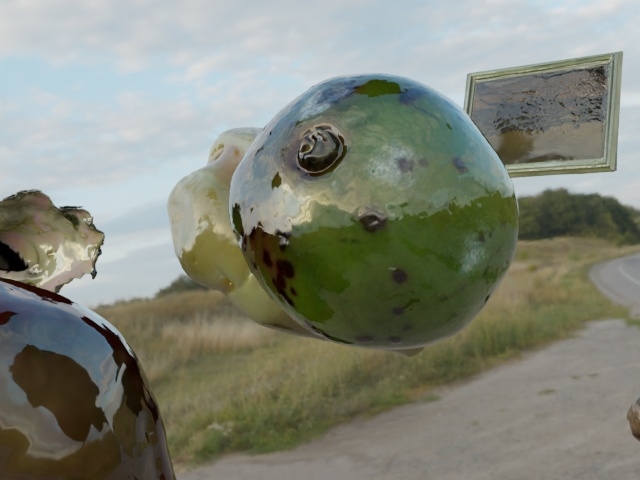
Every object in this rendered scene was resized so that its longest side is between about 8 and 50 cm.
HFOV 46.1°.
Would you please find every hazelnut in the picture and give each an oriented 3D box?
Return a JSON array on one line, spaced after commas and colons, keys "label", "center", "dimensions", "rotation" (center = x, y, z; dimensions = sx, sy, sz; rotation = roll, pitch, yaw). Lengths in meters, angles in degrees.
[{"label": "hazelnut", "center": [0.460, 0.242, 1.019], "dimensions": [0.087, 0.086, 0.086], "rotation": [-11, -3, -1]}, {"label": "hazelnut", "center": [-0.278, 0.223, 0.577], "dimensions": [0.360, 0.409, 0.359], "rotation": [-9, 7, 1]}]

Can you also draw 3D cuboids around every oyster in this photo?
[{"label": "oyster", "center": [-0.314, 0.008, 0.781], "dimensions": [0.209, 0.133, 0.072], "rotation": [-33, 25, 22]}]

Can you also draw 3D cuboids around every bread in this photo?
[{"label": "bread", "center": [-0.013, -0.032, 0.938], "dimensions": [0.342, 0.300, 0.210], "rotation": [15, -57, -22]}]

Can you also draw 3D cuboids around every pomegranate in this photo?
[{"label": "pomegranate", "center": [0.049, -0.008, 0.544], "dimensions": [0.202, 0.202, 0.248], "rotation": [-12, -32, 22]}]

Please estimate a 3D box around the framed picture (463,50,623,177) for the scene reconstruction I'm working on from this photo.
[{"label": "framed picture", "center": [0.333, -0.191, 1.169], "dimensions": [0.252, 0.196, 0.014], "rotation": [-1, -17, 35]}]
